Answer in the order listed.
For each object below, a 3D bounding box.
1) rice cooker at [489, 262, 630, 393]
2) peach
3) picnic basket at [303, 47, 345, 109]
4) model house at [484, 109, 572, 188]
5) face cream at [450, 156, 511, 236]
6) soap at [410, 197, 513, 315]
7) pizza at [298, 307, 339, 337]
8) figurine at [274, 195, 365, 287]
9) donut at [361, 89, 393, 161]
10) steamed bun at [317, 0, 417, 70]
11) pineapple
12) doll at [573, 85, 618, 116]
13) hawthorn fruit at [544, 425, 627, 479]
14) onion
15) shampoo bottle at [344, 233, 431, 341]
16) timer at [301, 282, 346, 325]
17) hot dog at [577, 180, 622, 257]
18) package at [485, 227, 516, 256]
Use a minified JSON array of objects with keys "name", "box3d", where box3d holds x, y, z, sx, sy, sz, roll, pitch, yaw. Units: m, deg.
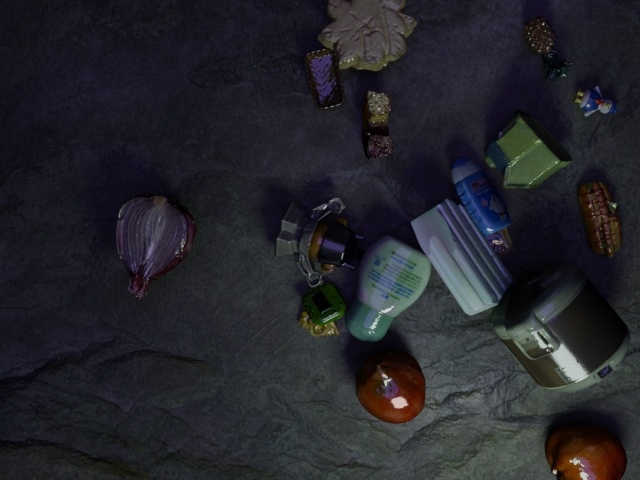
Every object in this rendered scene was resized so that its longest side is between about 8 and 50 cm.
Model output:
[{"name":"rice cooker","box3d":[0.695,0.250,1.665,0.335,0.335,0.325,-39,90,7]},{"name":"peach","box3d":[0.219,0.449,1.757,0.232,0.232,0.256,-10,135,7]},{"name":"picnic basket","box3d":[0.015,-0.523,1.814,0.110,0.055,0.193,-12,93,8]},{"name":"model house","box3d":[0.627,-0.265,1.730,0.189,0.195,0.214,-45,73,31]},{"name":"face cream","box3d":[0.498,-0.147,1.756,0.083,0.149,0.264,-38,77,51]},{"name":"soap","box3d":[0.437,0.042,1.726,0.115,0.208,0.347,-33,90,40]},{"name":"pizza","box3d":[-0.010,0.278,1.879,0.099,0.036,0.160,-45,88,7]},{"name":"figurine","box3d":[-0.001,0.003,1.809,0.309,0.143,0.308,6,110,17]},{"name":"donut","box3d":[0.181,-0.366,1.769,0.085,0.141,0.217,-3,102,-3]},{"name":"steamed bun","box3d":[0.139,-0.652,1.748,0.292,0.137,0.295,28,90,7]},{"name":"pineapple","box3d":[0.694,-0.598,1.715,0.083,0.103,0.221,-27,90,6]},{"name":"doll","box3d":[0.860,-0.428,1.734,0.143,0.057,0.098,21,95,-1]},{"name":"hawthorn fruit","box3d":[0.841,0.674,1.737,0.261,0.224,0.224,-21,91,-9]},{"name":"onion","box3d":[-0.545,0.018,1.857,0.267,0.159,0.348,19,94,16]},{"name":"shampoo bottle","box3d":[0.203,0.165,1.793,0.222,0.151,0.349,27,95,-1]},{"name":"timer","box3d":[0.011,0.207,1.829,0.128,0.047,0.140,-26,51,-7]},{"name":"hot dog","box3d":[0.883,-0.065,1.745,0.104,0.076,0.250,-13,90,6]},{"name":"package","box3d":[0.566,-0.001,1.803,0.108,0.031,0.120,-24,91,7]}]
